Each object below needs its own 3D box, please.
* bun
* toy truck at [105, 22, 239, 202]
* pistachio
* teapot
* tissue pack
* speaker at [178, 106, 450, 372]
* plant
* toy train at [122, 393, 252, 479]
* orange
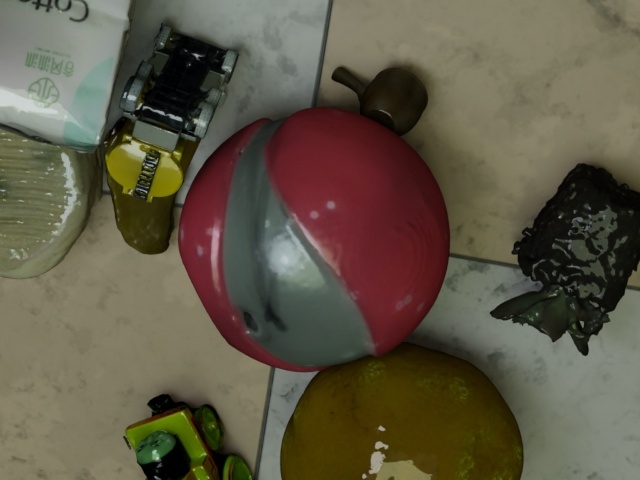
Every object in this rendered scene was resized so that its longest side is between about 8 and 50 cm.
[{"bbox_3d":[-0.343,-0.077,1.937,0.210,0.116,0.237,-13,96,14],"label":"bun"},{"bbox_3d":[-0.162,-0.137,1.833,0.098,0.227,0.114,20,120,-2],"label":"toy truck"},{"bbox_3d":[-0.198,-0.070,1.955,0.089,0.049,0.173,-12,116,-11],"label":"pistachio"},{"bbox_3d":[0.058,-0.150,1.889,0.110,0.080,0.085,21,135,12],"label":"teapot"},{"bbox_3d":[-0.370,-0.256,1.763,0.356,0.194,0.266,14,85,-9],"label":"tissue pack"},{"bbox_3d":[0.000,0.000,1.859,0.294,0.294,0.294,2,113,6],"label":"speaker"},{"bbox_3d":[0.282,0.025,1.897,0.142,0.131,0.203,31,103,-8],"label":"plant"},{"bbox_3d":[-0.137,0.327,2.057,0.100,0.160,0.296,-21,108,19],"label":"toy train"},{"bbox_3d":[0.090,0.254,1.959,0.279,0.235,0.279,6,118,11],"label":"orange"}]
